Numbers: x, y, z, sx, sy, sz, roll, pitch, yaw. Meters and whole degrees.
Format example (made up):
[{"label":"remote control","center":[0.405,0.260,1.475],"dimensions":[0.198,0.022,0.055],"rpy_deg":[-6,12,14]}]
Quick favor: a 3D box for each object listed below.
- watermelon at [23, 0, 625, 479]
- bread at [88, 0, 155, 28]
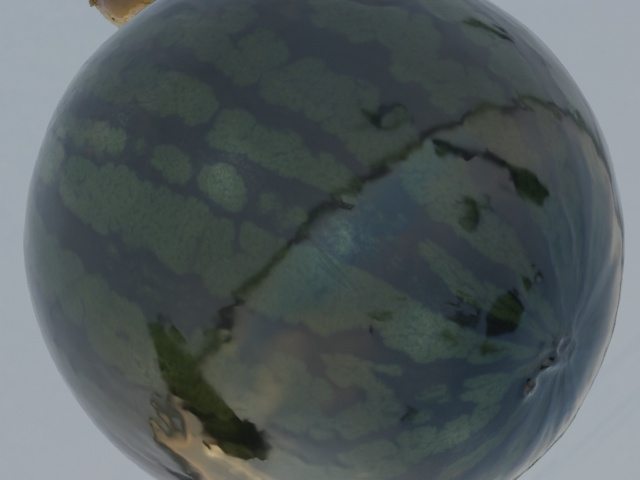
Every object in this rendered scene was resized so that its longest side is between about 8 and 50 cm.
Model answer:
[{"label":"watermelon","center":[0.000,0.000,0.603],"dimensions":[0.212,0.212,0.212],"rpy_deg":[-39,164,-13]},{"label":"bread","center":[-0.048,-0.222,1.119],"dimensions":[0.245,0.102,0.094],"rpy_deg":[-37,137,9]}]
